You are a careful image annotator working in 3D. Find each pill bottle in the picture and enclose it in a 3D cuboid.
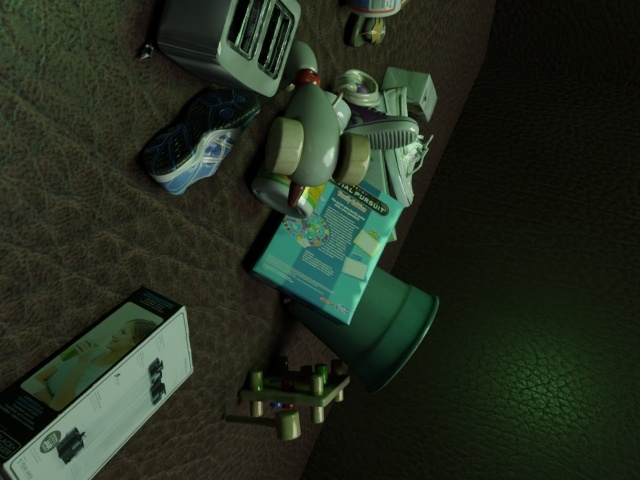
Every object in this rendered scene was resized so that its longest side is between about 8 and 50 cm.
[{"bbox_3d":[-0.031,-0.181,0.920,0.246,0.136,0.136,-64,160,-14],"label":"pill bottle"},{"bbox_3d":[0.117,-0.593,0.910,0.124,0.124,0.221,-54,156,-37],"label":"pill bottle"}]

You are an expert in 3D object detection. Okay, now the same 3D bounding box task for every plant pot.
[{"bbox_3d":[0.108,0.201,1.305,0.341,0.334,0.341,-52,175,-6],"label":"plant pot"}]

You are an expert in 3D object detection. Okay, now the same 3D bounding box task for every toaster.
[{"bbox_3d":[-0.123,-0.292,0.598,0.168,0.110,0.186,2,109,-69],"label":"toaster"}]

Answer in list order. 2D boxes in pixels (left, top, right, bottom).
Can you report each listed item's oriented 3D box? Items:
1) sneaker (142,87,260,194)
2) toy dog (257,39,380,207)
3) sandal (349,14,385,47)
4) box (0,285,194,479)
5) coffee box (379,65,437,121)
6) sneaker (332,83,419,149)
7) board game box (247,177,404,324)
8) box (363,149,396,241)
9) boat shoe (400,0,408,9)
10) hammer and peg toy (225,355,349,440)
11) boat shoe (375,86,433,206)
[{"bbox_3d":[-0.173,-0.153,0.671,0.211,0.080,0.081,-46,161,-24],"label":"sneaker"},{"bbox_3d":[-0.031,-0.190,0.769,0.161,0.220,0.334,-55,-165,42],"label":"toy dog"},{"bbox_3d":[0.131,-0.524,1.115,0.219,0.060,0.090,-34,141,-59],"label":"sandal"},{"bbox_3d":[-0.318,0.221,0.643,0.290,0.087,0.169,-47,151,-46],"label":"box"},{"bbox_3d":[0.300,-0.485,1.493,0.246,0.141,0.098,-4,112,-70],"label":"coffee box"},{"bbox_3d":[0.103,-0.291,1.002,0.102,0.282,0.161,18,83,-46],"label":"sneaker"},{"bbox_3d":[0.021,-0.005,1.069,0.336,0.254,0.079,-62,-168,-19],"label":"board game box"},{"bbox_3d":[0.145,-0.132,1.340,0.262,0.126,0.231,49,34,-68],"label":"box"},{"bbox_3d":[0.230,-0.680,1.144,0.307,0.110,0.104,-62,159,-17],"label":"boat shoe"},{"bbox_3d":[-0.091,0.423,1.252,0.361,0.266,0.127,4,84,-69],"label":"hammer and peg toy"},{"bbox_3d":[0.273,-0.291,1.372,0.136,0.156,0.367,-44,121,-77],"label":"boat shoe"}]
